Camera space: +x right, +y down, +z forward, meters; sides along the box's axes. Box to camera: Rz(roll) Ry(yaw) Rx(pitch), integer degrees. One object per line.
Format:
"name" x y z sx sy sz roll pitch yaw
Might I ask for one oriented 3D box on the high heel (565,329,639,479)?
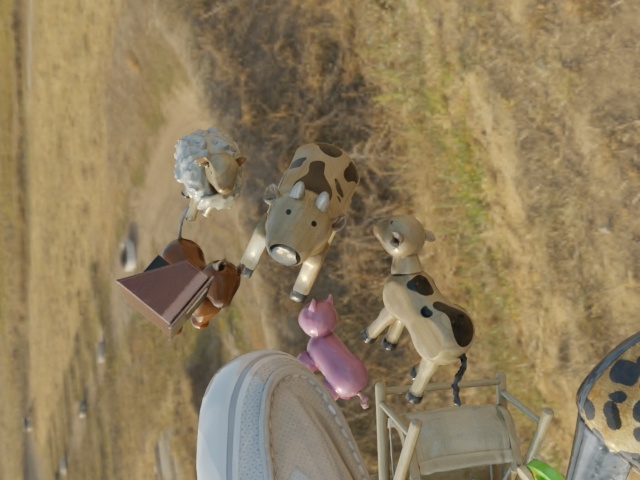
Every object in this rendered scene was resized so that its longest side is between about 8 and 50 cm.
"high heel" 0.301 0.159 0.556 0.093 0.261 0.186 -94 11 -71

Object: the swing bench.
"swing bench" 0.225 0.375 1.336 0.165 0.253 0.255 -141 53 -67

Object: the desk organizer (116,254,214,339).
"desk organizer" -0.118 0.039 0.606 0.050 0.047 0.130 40 165 -2

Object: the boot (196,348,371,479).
"boot" 0.036 0.153 0.322 0.123 0.095 0.258 -33 70 40

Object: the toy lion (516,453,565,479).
"toy lion" 0.275 0.296 0.895 0.100 0.034 0.096 61 165 -5

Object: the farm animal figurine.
"farm animal figurine" 0.000 0.000 0.847 0.327 0.330 0.172 -94 24 -50
